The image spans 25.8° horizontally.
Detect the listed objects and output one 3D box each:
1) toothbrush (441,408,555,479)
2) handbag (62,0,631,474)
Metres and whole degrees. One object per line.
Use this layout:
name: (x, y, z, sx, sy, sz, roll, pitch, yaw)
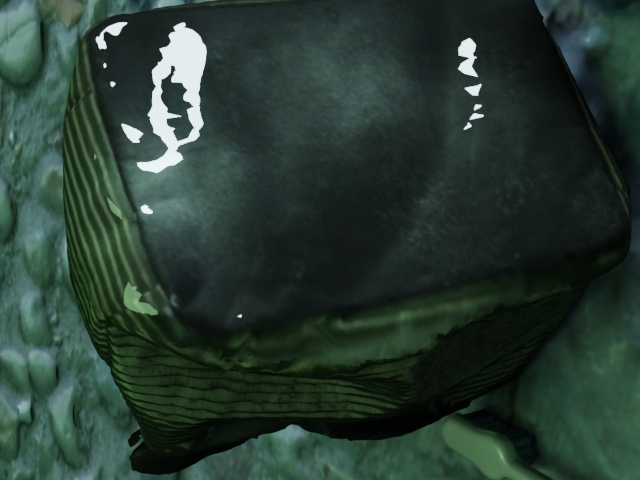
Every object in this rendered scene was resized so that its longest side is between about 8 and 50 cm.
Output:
toothbrush: (0.222, 0.195, 0.818, 0.418, 0.040, 0.042, 28, 117, 46)
handbag: (0.000, 0.000, 0.874, 0.240, 0.340, 0.247, 119, 135, -56)
